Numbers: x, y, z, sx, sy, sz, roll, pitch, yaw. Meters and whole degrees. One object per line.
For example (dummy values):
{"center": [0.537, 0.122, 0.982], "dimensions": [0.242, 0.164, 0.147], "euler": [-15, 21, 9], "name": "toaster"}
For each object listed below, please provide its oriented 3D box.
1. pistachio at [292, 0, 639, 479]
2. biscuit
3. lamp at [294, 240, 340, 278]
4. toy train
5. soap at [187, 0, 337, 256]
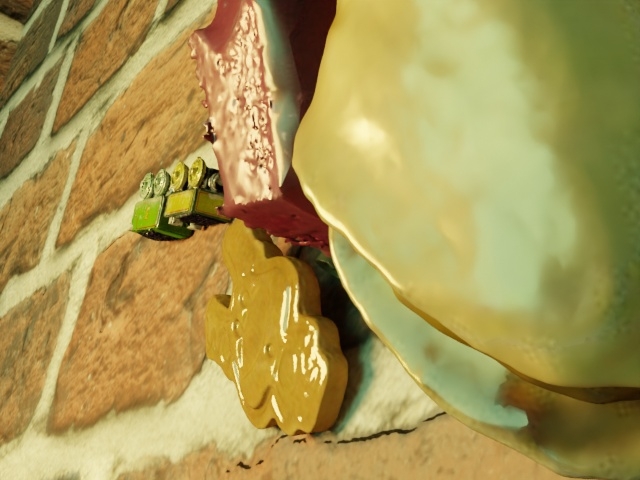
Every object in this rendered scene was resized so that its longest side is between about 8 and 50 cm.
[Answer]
{"center": [0.109, -0.043, 0.493], "dimensions": [0.238, 0.229, 0.321], "euler": [-22, 50, 8], "name": "pistachio"}
{"center": [-0.044, 0.076, 0.834], "dimensions": [0.236, 0.040, 0.144], "euler": [-136, 52, -58], "name": "biscuit"}
{"center": [0.001, 0.000, 0.851], "dimensions": [0.054, 0.041, 0.121], "euler": [-59, 27, -13], "name": "lamp"}
{"center": [-0.156, -0.042, 1.132], "dimensions": [0.202, 0.060, 0.081], "euler": [-6, 71, 59], "name": "toy train"}
{"center": [0.028, -0.154, 0.730], "dimensions": [0.127, 0.220, 0.324], "euler": [-7, 62, 49], "name": "soap"}
